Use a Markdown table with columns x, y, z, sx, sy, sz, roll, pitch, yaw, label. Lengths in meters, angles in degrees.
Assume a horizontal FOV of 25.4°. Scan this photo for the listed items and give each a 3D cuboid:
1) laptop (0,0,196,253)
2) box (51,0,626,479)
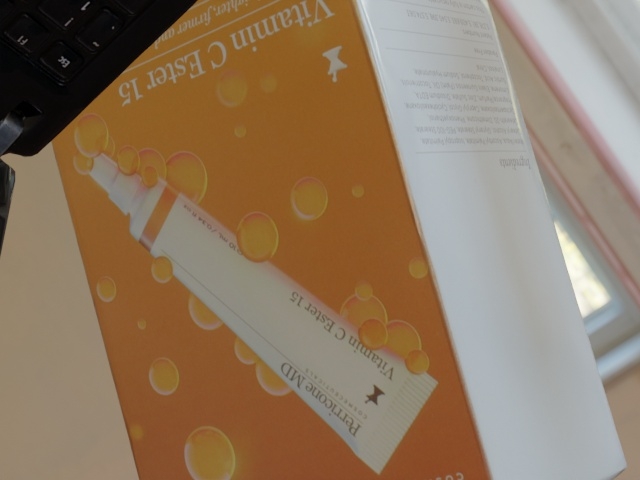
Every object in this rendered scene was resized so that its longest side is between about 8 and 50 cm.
| x | y | z | sx | sy | sz | roll | pitch | yaw | label |
| --- | --- | --- | --- | --- | --- | --- | --- | --- | --- |
| -0.083 | -0.053 | 0.232 | 0.264 | 0.136 | 0.234 | -42 | -39 | 8 | laptop |
| 0.000 | 0.000 | 0.797 | 0.215 | 0.345 | 0.168 | -20 | -7 | 31 | box |
